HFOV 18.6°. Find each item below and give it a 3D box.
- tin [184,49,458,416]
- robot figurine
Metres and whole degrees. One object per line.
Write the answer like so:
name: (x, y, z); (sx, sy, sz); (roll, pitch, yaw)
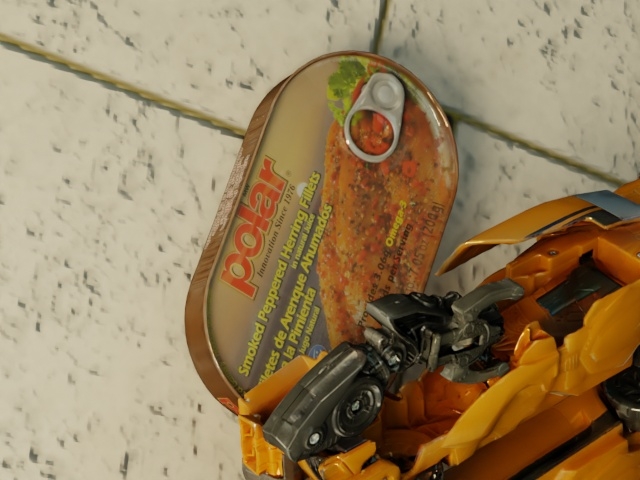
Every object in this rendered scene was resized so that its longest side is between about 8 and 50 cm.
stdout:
tin: (0.000, 0.000, 0.932); (0.106, 0.040, 0.190); (29, 69, -24)
robot figurine: (0.075, 0.084, 0.897); (0.291, 0.085, 0.211); (-25, 128, -30)
